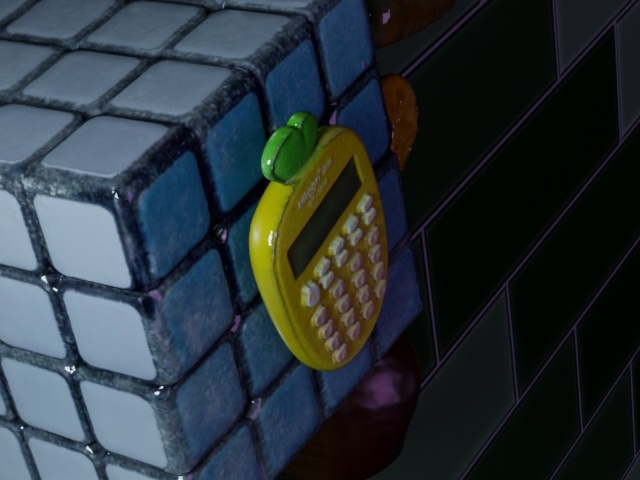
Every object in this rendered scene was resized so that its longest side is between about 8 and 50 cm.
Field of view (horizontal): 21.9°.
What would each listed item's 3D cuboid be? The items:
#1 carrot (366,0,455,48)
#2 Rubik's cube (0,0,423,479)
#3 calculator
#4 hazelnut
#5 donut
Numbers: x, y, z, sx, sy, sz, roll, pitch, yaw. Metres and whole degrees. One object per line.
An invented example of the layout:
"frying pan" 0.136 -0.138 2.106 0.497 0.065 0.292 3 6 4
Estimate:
"carrot" 0.110 -0.279 1.981 0.298 0.078 0.078 -26 122 -59
"Rubik's cube" -0.158 -0.012 1.321 0.344 0.344 0.337 -49 138 -41
"calculator" 0.000 0.000 1.222 0.146 0.032 0.235 -56 144 -33
"hazelnut" 0.001 0.168 1.815 0.229 0.229 0.229 -27 122 -54
"donut" 0.055 -0.125 1.940 0.152 0.058 0.152 -27 122 -53
